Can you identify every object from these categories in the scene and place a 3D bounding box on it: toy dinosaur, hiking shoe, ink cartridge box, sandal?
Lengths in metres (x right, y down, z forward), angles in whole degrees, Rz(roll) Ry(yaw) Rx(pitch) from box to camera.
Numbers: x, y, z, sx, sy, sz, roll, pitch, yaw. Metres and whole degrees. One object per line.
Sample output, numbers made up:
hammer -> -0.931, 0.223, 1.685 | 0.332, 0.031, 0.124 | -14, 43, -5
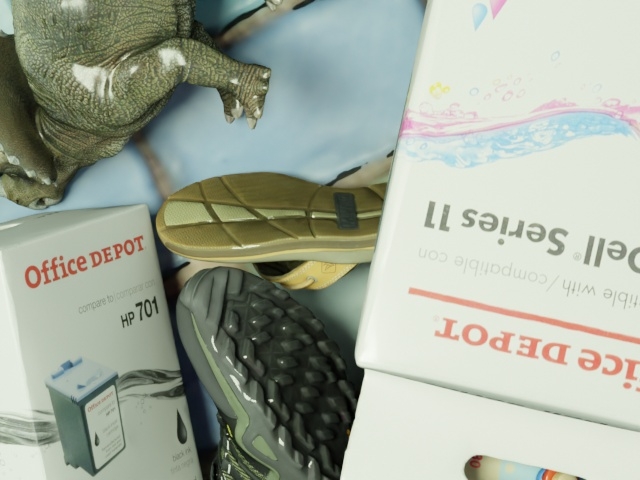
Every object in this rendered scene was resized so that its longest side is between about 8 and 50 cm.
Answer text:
toy dinosaur -> -0.101, -0.141, 1.022 | 0.160, 0.121, 0.314 | 10, 108, -11
hiking shoe -> -0.030, 0.119, 1.077 | 0.114, 0.086, 0.227 | -18, 111, 37
ink cartridge box -> 0.136, -0.016, 0.980 | 0.207, 0.119, 0.353 | 12, 86, 2
sandal -> 0.000, 0.000, 1.076 | 0.180, 0.072, 0.049 | 0, 124, 1
ink cartridge box -> -0.141, 0.086, 1.050 | 0.082, 0.139, 0.191 | -5, 99, 30

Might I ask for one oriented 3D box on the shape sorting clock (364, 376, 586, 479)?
shape sorting clock -> 0.124, 0.128, 1.059 | 0.206, 0.040, 0.206 | 2, 85, -18
